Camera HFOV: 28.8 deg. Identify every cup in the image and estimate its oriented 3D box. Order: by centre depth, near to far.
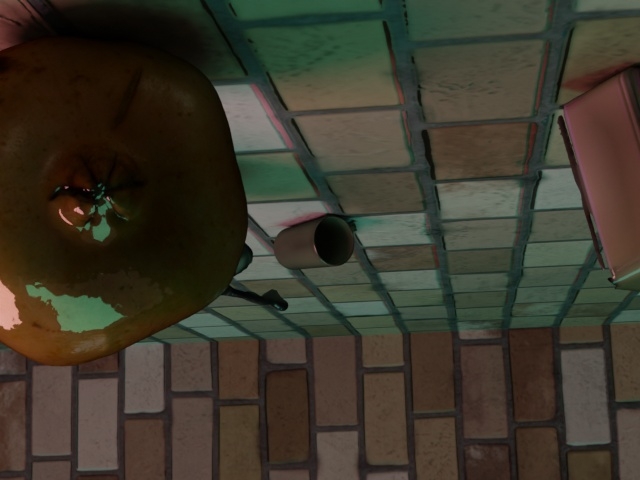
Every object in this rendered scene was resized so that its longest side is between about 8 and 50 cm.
[{"bbox_3d":[-0.004,-0.003,1.359,0.054,0.075,0.083,45,151,-23],"label":"cup"}]

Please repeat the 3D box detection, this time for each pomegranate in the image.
[{"bbox_3d":[-0.148,-0.023,0.771,0.209,0.209,0.209,-2,170,0],"label":"pomegranate"}]

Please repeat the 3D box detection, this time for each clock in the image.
[{"bbox_3d":[0.271,-0.038,0.906,0.192,0.147,0.071,8,152,-39],"label":"clock"}]

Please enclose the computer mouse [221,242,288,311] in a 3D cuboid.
[{"bbox_3d":[-0.171,-0.004,1.097,0.379,0.090,0.167,21,149,-40],"label":"computer mouse"}]
